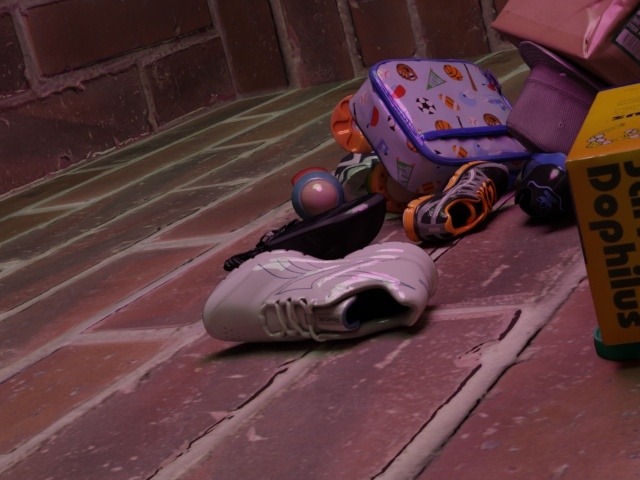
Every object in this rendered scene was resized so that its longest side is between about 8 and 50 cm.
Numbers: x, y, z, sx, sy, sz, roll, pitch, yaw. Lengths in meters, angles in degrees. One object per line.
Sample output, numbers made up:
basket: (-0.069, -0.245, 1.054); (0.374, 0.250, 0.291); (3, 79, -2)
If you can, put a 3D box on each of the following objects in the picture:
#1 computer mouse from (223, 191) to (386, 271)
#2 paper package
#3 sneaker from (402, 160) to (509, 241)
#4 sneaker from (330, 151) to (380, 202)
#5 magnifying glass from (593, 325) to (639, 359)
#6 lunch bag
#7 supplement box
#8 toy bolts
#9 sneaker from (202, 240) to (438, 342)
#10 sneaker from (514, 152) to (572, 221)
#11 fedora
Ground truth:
computer mouse: (0.000, 0.000, 1.960); (0.272, 0.072, 0.188); (-20, 8, 40)
paper package: (0.475, -0.286, 1.962); (0.168, 0.325, 0.309); (-55, 29, 3)
sneaker: (0.220, -0.053, 1.921); (0.215, 0.084, 0.083); (-34, 25, -34)
sneaker: (0.125, -0.140, 2.347); (0.235, 0.094, 0.153); (-27, 24, -12)
magnifying glass: (0.373, 0.070, 1.328); (0.231, 0.026, 0.092); (-22, 15, -33)
lunch bag: (0.211, -0.184, 2.092); (0.303, 0.243, 0.115); (-8, -36, -41)
supplement box: (0.386, -0.052, 1.341); (0.195, 0.194, 0.356); (-10, 14, 20)
toy bolts: (0.051, -0.120, 2.116); (0.228, 0.218, 0.158); (-24, 4, -1)
sneaker: (-0.007, 0.072, 1.560); (0.297, 0.111, 0.129); (-12, 18, 12)
sneaker: (0.320, -0.073, 1.885); (0.090, 0.081, 0.232); (-46, -1, -2)
fedora: (0.378, -0.168, 1.936); (0.124, 0.275, 0.244); (-55, -5, -1)
